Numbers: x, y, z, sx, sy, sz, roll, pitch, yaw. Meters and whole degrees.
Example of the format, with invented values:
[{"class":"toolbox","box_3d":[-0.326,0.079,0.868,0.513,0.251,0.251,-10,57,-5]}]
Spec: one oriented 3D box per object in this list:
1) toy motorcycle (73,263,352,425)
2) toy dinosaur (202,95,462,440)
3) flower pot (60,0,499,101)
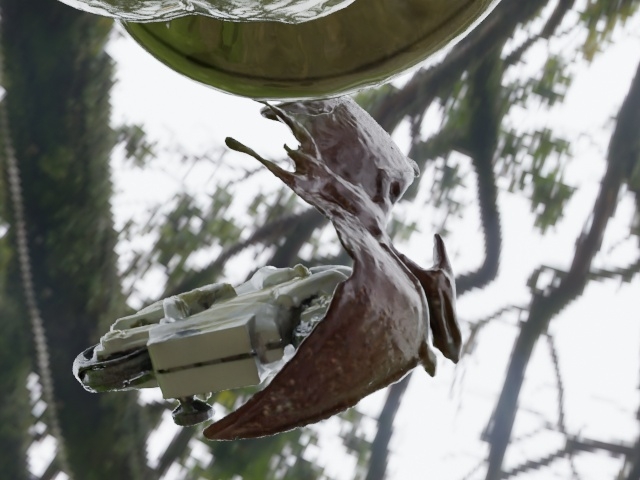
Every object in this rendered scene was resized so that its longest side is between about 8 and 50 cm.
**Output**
[{"class":"toy motorcycle","box_3d":[-0.048,0.057,1.277,0.228,0.151,0.074,-12,-76,25]},{"class":"toy dinosaur","box_3d":[-0.006,-0.009,1.239,0.113,0.327,0.206,-37,-38,23]},{"class":"flower pot","box_3d":[-0.023,-0.200,0.763,0.307,0.307,0.244,4,-20,14]}]
